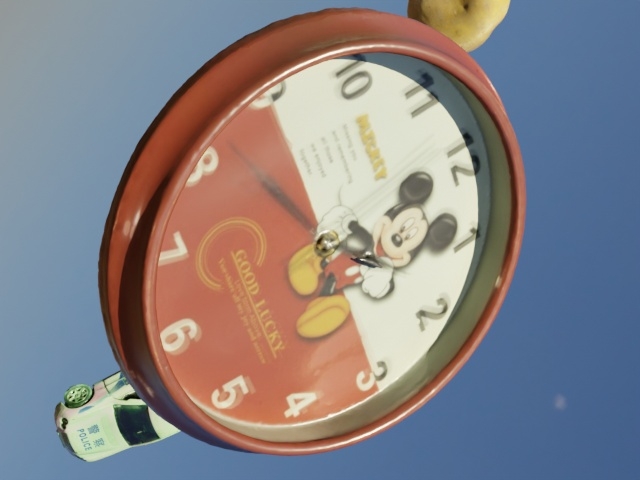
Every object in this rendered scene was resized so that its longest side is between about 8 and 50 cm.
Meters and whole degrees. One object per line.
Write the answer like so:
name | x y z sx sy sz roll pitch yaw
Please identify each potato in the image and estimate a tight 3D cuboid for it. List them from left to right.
potato | 0.109 -0.182 1.088 0.083 0.068 0.062 -19 -139 54

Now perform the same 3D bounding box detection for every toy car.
toy car | -0.191 0.183 1.590 0.224 0.090 0.076 -27 -140 -15

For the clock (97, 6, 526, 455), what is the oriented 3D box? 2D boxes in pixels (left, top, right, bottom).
clock | 0.000 0.000 0.937 0.318 0.318 0.080 -53 -143 -2
